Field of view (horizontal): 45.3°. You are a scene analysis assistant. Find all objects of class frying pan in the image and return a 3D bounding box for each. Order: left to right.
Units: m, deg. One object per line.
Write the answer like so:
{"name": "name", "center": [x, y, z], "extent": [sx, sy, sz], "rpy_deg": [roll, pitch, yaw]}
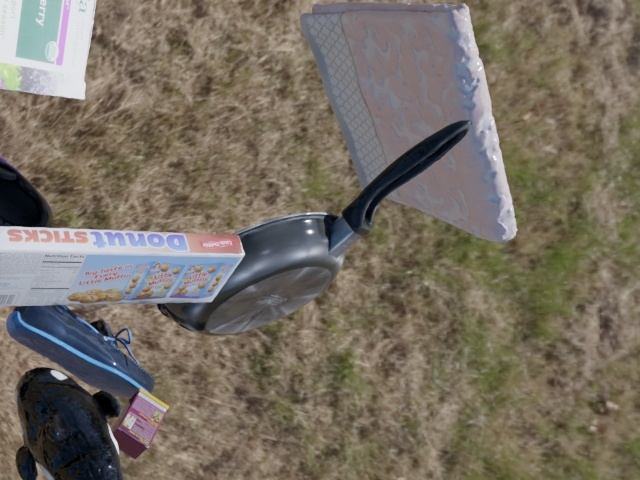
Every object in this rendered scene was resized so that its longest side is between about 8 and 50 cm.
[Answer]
{"name": "frying pan", "center": [0.001, 0.011, 0.738], "extent": [0.326, 0.197, 0.053], "rpy_deg": [-24, 69, -3]}

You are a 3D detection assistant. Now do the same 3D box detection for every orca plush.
{"name": "orca plush", "center": [-0.326, 0.268, 0.954], "extent": [0.151, 0.102, 0.287], "rpy_deg": [-21, 60, 0]}

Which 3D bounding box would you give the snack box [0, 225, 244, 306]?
{"name": "snack box", "center": [-0.144, 0.020, 0.537], "extent": [0.178, 0.064, 0.022], "rpy_deg": [2, 50, -37]}

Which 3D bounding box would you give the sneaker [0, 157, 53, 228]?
{"name": "sneaker", "center": [-0.517, -0.106, 1.142], "extent": [0.293, 0.146, 0.102], "rpy_deg": [40, 75, -22]}

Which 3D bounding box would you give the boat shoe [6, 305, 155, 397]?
{"name": "boat shoe", "center": [-0.336, 0.153, 1.145], "extent": [0.258, 0.109, 0.089], "rpy_deg": [49, 41, -41]}

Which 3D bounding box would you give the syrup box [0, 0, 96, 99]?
{"name": "syrup box", "center": [-0.272, -0.160, 0.506], "extent": [0.096, 0.237, 0.093], "rpy_deg": [-14, 116, -68]}

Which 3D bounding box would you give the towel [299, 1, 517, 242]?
{"name": "towel", "center": [0.121, -0.172, 1.078], "extent": [0.053, 0.317, 0.331], "rpy_deg": [-37, 124, -23]}

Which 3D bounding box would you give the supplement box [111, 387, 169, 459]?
{"name": "supplement box", "center": [-0.268, 0.269, 1.130], "extent": [0.055, 0.043, 0.083], "rpy_deg": [38, 34, -11]}
